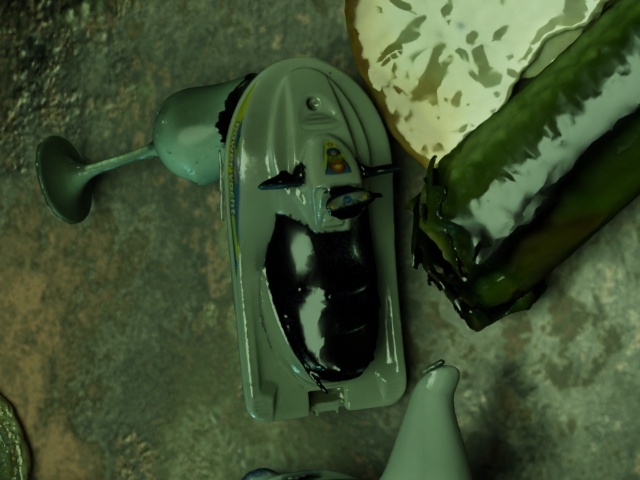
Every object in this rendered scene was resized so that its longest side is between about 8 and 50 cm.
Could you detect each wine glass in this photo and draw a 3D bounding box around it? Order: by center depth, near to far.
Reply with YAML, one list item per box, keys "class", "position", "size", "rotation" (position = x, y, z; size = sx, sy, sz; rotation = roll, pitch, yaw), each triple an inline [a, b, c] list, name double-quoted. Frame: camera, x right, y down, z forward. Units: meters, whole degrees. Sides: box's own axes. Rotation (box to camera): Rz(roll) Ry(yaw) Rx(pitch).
- class: "wine glass"
  position: [-0.126, -0.074, 1.551]
  size: [0.196, 0.079, 0.079]
  rotation: [-17, 86, 24]

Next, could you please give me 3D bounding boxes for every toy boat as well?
- class: "toy boat"
  position: [-0.002, 0.004, 1.457]
  size: [0.141, 0.141, 0.269]
  rotation: [7, 110, 23]

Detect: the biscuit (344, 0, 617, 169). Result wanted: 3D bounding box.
- class: "biscuit"
  position: [0.133, -0.218, 1.449]
  size: [0.309, 0.040, 0.204]
  rotation: [-46, 76, 19]

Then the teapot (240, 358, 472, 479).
- class: "teapot"
  position: [-0.007, 0.274, 1.444]
  size: [0.424, 0.252, 0.280]
  rotation: [-53, 40, 22]

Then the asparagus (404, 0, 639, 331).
- class: "asparagus"
  position: [0.213, -0.096, 1.385]
  size: [0.382, 0.108, 0.128]
  rotation: [-44, 77, 19]

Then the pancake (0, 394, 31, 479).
- class: "pancake"
  position: [-0.313, 0.188, 1.677]
  size: [0.152, 0.025, 0.151]
  rotation: [2, 94, 25]
